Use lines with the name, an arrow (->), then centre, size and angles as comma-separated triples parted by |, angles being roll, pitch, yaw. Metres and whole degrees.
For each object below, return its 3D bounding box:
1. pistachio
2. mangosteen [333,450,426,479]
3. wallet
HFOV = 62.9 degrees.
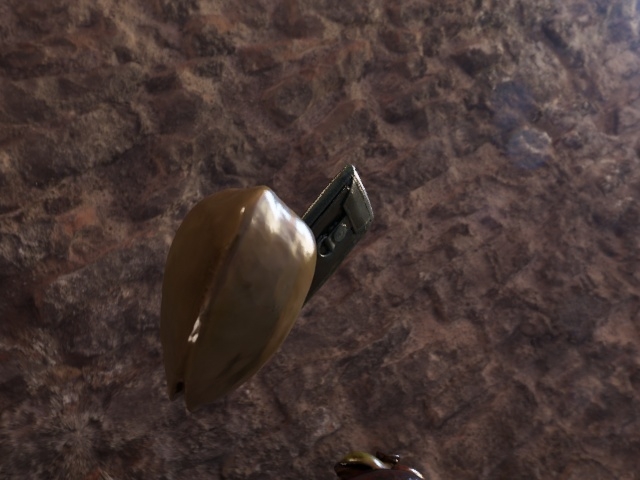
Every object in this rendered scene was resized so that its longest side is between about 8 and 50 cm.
pistachio -> -0.103, 0.067, 0.577 | 0.163, 0.213, 0.260 | 19, -94, 10
mangosteen -> 0.096, 0.418, 0.750 | 0.228, 0.228, 0.265 | 30, -154, -12
wallet -> 0.002, 0.001, 0.898 | 0.055, 0.160, 0.236 | 26, -112, 32
